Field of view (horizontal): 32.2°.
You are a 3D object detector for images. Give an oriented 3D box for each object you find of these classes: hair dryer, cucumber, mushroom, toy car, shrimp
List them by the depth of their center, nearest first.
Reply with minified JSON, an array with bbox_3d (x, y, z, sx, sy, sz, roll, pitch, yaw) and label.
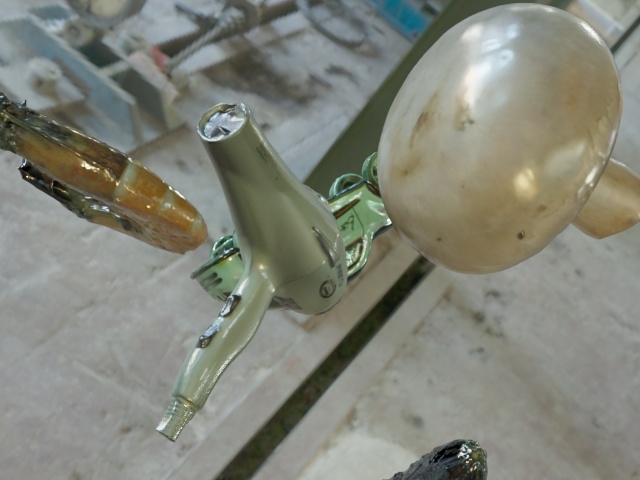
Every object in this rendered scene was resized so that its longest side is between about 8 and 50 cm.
[{"bbox_3d":[0.156,-0.061,0.825,0.215,0.207,0.207,26,32,-27],"label":"mushroom"},{"bbox_3d":[-0.067,0.007,0.838,0.088,0.219,0.225,15,39,34],"label":"hair dryer"},{"bbox_3d":[0.094,0.266,1.134,0.072,0.303,0.081,-20,79,-28],"label":"cucumber"},{"bbox_3d":[0.000,0.000,1.295,0.306,0.136,0.125,-26,88,-23],"label":"toy car"},{"bbox_3d":[-0.372,-0.101,1.674,0.445,0.272,0.085,33,68,-26],"label":"shrimp"}]
